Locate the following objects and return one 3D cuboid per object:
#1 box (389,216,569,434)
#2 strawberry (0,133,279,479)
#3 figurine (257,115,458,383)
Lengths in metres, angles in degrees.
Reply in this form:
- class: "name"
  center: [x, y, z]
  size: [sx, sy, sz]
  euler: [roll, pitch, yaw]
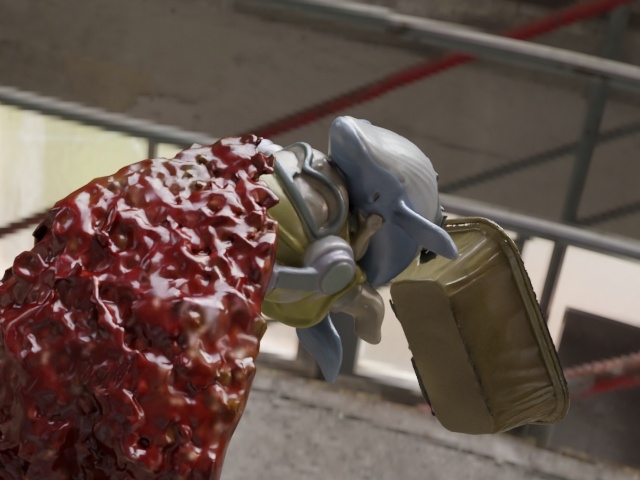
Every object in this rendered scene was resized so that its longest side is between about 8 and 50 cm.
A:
- class: "box"
  center: [0.124, 0.069, 1.168]
  size: [0.111, 0.177, 0.111]
  euler: [-19, 12, 4]
- class: "strawberry"
  center: [-0.086, 0.049, 0.555]
  size: [0.085, 0.192, 0.140]
  euler: [27, 22, -28]
- class: "figurine"
  center: [0.000, 0.000, 0.995]
  size: [0.183, 0.209, 0.128]
  euler: [-14, 51, -29]
